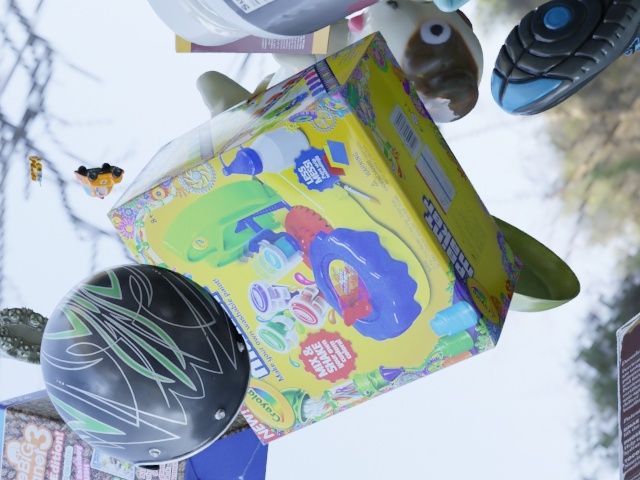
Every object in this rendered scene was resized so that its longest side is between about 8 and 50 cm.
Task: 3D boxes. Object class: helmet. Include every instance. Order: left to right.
[{"bbox_3d":[-0.139,0.098,1.357,0.169,0.169,0.161,32,166,3],"label":"helmet"}]

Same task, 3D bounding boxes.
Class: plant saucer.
[{"bbox_3d":[0.187,0.020,1.993,0.241,0.037,0.241,22,-160,-8],"label":"plant saucer"}]

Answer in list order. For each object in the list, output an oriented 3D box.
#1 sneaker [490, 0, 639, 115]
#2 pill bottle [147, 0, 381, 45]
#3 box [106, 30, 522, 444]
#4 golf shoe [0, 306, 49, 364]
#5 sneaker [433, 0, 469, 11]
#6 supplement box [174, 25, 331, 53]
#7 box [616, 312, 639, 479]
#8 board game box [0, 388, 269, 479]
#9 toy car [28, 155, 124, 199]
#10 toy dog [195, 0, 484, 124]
[{"bbox_3d":[0.352,-0.256,2.078,0.125,0.341,0.140,43,172,35],"label":"sneaker"},{"bbox_3d":[-0.005,-0.260,1.343,0.176,0.318,0.176,13,-110,-39],"label":"pill bottle"},{"bbox_3d":[0.000,0.000,1.691,0.290,0.279,0.177,56,-154,-15],"label":"box"},{"bbox_3d":[-0.404,0.122,2.189,0.176,0.069,0.086,18,158,4],"label":"golf shoe"},{"bbox_3d":[0.253,-0.391,1.981,0.135,0.366,0.150,8,-123,-39],"label":"sneaker"},{"bbox_3d":[-0.087,-0.345,2.149,0.194,0.129,0.191,0,-131,-6],"label":"supplement box"},{"bbox_3d":[0.454,0.230,1.985,0.191,0.143,0.381,40,-149,-15],"label":"box"},{"bbox_3d":[-0.246,0.285,2.193,0.291,0.141,0.232,9,-171,24],"label":"board game box"},{"bbox_3d":[-0.292,-0.076,2.055,0.122,0.041,0.060,14,-159,37],"label":"toy car"},{"bbox_3d":[0.054,-0.192,2.498,0.395,0.408,0.285,41,-148,-19],"label":"toy dog"}]
